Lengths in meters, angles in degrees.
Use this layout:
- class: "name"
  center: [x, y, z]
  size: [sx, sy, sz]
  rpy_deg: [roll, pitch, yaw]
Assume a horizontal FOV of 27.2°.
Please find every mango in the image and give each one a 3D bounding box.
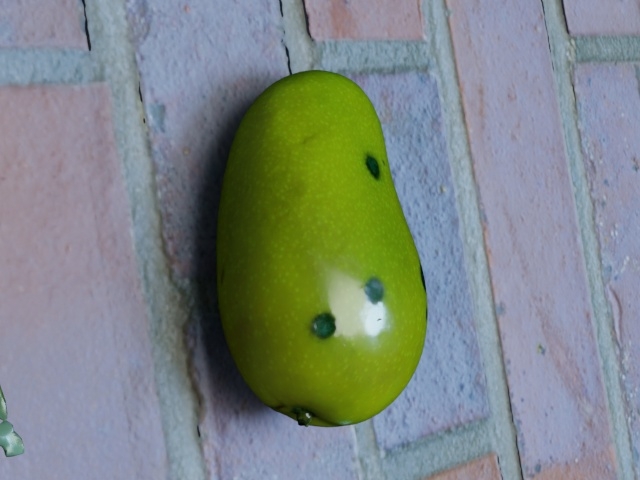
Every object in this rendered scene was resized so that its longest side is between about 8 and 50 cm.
- class: "mango"
  center: [0.000, 0.000, 1.024]
  size: [0.175, 0.143, 0.293]
  rpy_deg: [16, 63, -42]

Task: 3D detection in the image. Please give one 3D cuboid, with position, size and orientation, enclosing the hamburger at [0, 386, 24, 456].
- class: "hamburger"
  center: [-0.271, 0.072, 0.758]
  size: [0.235, 0.125, 0.214]
  rpy_deg: [41, 67, -15]
